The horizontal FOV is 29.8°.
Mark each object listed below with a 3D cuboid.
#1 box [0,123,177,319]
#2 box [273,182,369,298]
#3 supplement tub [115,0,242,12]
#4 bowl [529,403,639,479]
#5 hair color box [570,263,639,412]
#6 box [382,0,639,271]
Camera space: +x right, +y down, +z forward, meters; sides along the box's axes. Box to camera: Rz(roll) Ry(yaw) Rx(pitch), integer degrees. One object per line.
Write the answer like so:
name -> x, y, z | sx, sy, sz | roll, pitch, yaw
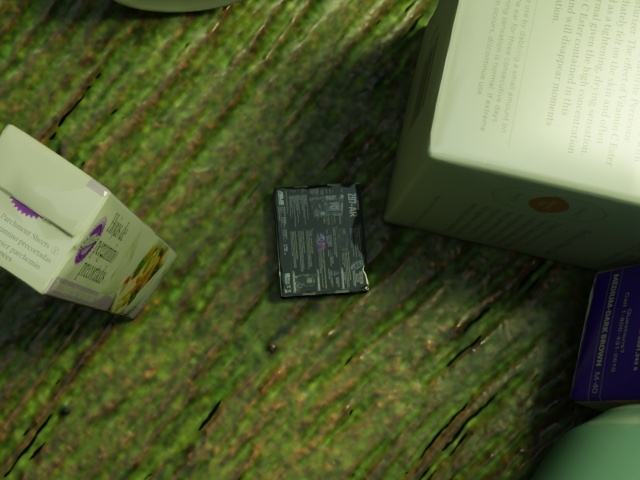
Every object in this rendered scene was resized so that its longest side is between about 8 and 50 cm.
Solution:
box -> -0.145, 0.002, 0.740 | 0.067, 0.324, 0.063 | 32, 84, 3
box -> 0.000, 0.000, 0.903 | 0.067, 0.018, 0.083 | -5, 82, -5
supplement tub -> -0.105, -0.281, 0.873 | 0.144, 0.144, 0.200 | -5, 82, -4
bowl -> 0.247, 0.208, 0.756 | 0.311, 0.311, 0.163 | 19, 72, -1
hair color box -> 0.326, 0.073, 0.733 | 0.185, 0.339, 0.110 | 19, 75, -17
box -> 0.238, -0.071, 0.829 | 0.345, 0.215, 0.168 | 13, 79, -2
